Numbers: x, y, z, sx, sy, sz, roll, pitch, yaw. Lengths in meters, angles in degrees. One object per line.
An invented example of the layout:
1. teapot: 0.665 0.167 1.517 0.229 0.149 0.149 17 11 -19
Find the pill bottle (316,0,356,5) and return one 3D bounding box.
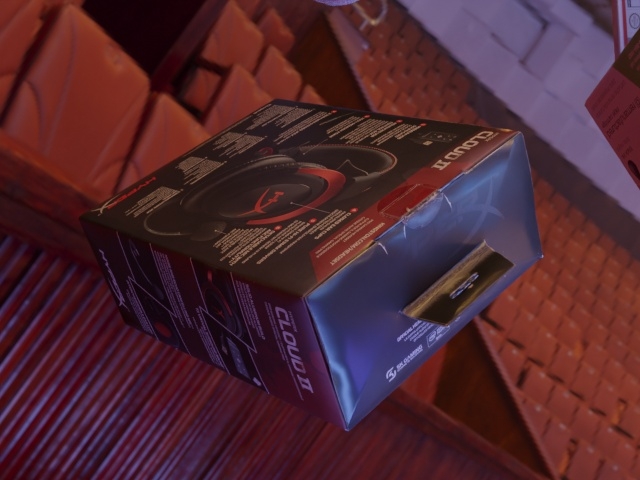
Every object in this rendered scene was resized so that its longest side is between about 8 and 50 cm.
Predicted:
1. pill bottle: 0.098 -0.400 1.081 0.176 0.318 0.176 29 -43 31

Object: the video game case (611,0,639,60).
1. video game case: 0.556 -0.296 1.339 0.285 0.204 0.025 -2 -4 -3

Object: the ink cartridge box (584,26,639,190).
1. ink cartridge box: 0.380 -0.074 0.847 0.273 0.114 0.198 60 -8 12

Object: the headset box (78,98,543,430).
1. headset box: 0.000 0.000 0.690 0.293 0.218 0.110 15 -48 45
